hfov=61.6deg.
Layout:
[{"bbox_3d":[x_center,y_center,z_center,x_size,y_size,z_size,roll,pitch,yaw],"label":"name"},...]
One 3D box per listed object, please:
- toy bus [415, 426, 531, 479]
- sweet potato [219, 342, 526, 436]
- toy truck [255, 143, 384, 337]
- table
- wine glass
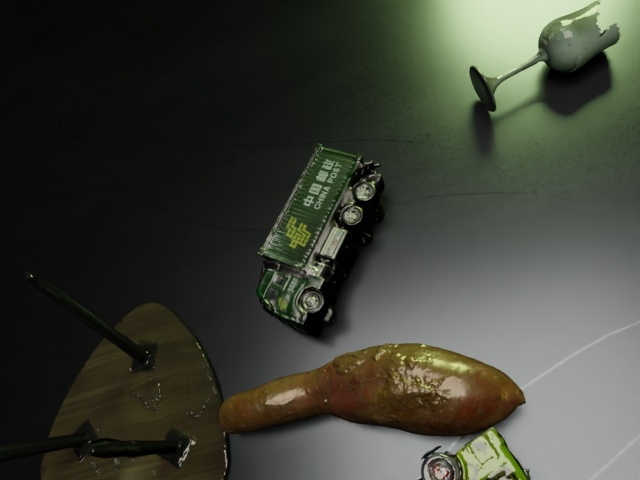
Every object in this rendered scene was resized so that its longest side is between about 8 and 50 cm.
[{"bbox_3d":[0.101,0.334,0.572,0.301,0.113,0.139,-37,60,4],"label":"toy bus"},{"bbox_3d":[0.047,0.185,0.662,0.385,0.109,0.109,-9,64,24],"label":"sweet potato"},{"bbox_3d":[0.000,0.000,0.768,0.121,0.088,0.259,19,74,25],"label":"toy truck"},{"bbox_3d":[-0.311,0.196,0.698,0.317,0.249,0.317,-8,65,17],"label":"table"},{"bbox_3d":[0.321,-0.265,0.775,0.195,0.079,0.079,-28,61,8],"label":"wine glass"}]
